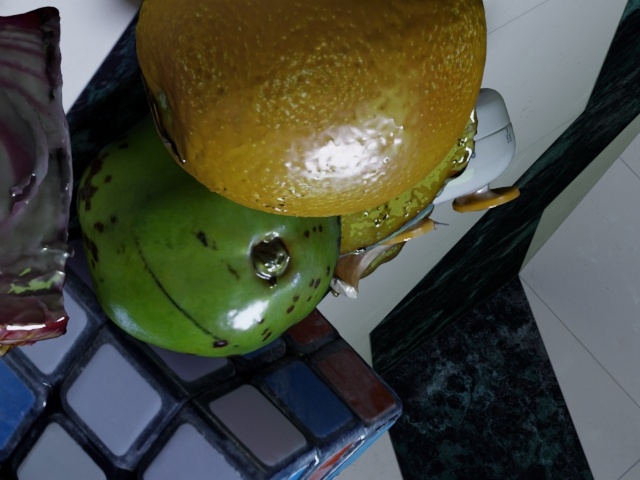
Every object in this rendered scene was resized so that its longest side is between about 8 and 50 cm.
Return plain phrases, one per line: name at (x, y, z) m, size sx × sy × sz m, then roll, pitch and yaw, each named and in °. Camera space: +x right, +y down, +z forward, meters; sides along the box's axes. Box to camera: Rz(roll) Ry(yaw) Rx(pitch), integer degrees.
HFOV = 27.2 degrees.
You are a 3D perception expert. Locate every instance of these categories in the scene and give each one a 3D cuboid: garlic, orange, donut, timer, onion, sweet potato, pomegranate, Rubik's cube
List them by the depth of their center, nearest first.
onion at (-0.264, -0.031, 0.805) m, size 0.230 × 0.272 × 0.256 m, roll -9°, pitch 149°, yaw -16°
orange at (-0.006, -0.147, 1.028) m, size 0.274 × 0.274 × 0.274 m, roll -38°, pitch 167°, yaw -11°
pomegranate at (-0.113, -0.017, 1.247) m, size 0.254 × 0.270 × 0.254 m, roll -18°, pitch 122°, yaw -32°
Rubik's cube at (-0.181, 0.207, 1.452) m, size 0.363 × 0.362 × 0.359 m, roll -49°, pitch 165°, yaw 27°
donut at (0.039, -0.108, 1.458) m, size 0.272 × 0.107 × 0.272 m, roll -19°, pitch 140°, yaw -17°
timer at (0.124, -0.138, 1.659) m, size 0.234 × 0.240 × 0.233 m, roll -18°, pitch -171°, yaw 3°
garlic at (0.078, -0.006, 2.001) m, size 0.198 × 0.128 × 0.090 m, roll -33°, pitch 149°, yaw -19°
sweet potato at (0.114, 0.001, 2.276) m, size 0.274 × 0.067 × 0.067 m, roll -40°, pitch 167°, yaw -18°
